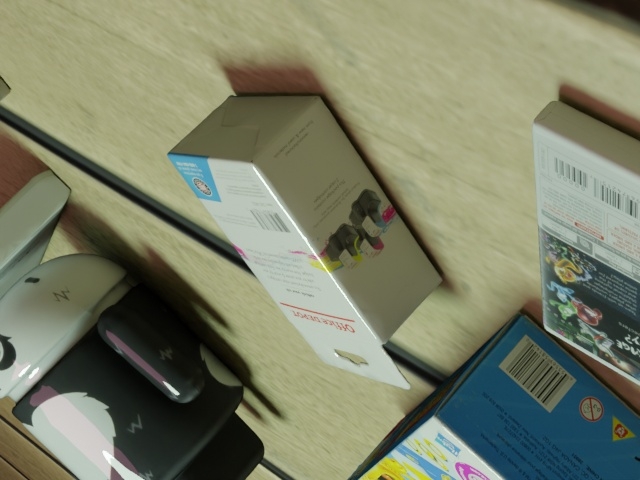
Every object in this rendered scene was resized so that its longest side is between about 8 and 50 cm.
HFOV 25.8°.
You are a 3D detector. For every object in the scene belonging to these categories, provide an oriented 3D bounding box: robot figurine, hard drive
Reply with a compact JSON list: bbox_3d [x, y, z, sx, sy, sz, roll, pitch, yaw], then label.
[{"bbox_3d":[-0.187,0.141,1.296,0.278,0.209,0.173,45,-163,-4],"label":"robot figurine"},{"bbox_3d":[-0.341,0.049,1.367,0.040,0.203,0.307,44,159,-3],"label":"hard drive"}]

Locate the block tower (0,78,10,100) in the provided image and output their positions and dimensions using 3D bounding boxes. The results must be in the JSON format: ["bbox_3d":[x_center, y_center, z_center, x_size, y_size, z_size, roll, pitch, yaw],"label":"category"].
[{"bbox_3d":[-0.399,-0.220,1.122,0.335,0.097,0.091,53,158,-25],"label":"block tower"}]

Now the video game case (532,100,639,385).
[{"bbox_3d":[0.181,0.034,0.638,0.190,0.022,0.173,31,155,29],"label":"video game case"}]

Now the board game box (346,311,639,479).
[{"bbox_3d":[0.173,0.216,0.903,0.308,0.086,0.302,42,159,6],"label":"board game box"}]

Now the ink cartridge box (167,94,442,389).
[{"bbox_3d":[0.000,0.000,0.847,0.104,0.061,0.181,11,141,56],"label":"ink cartridge box"}]
